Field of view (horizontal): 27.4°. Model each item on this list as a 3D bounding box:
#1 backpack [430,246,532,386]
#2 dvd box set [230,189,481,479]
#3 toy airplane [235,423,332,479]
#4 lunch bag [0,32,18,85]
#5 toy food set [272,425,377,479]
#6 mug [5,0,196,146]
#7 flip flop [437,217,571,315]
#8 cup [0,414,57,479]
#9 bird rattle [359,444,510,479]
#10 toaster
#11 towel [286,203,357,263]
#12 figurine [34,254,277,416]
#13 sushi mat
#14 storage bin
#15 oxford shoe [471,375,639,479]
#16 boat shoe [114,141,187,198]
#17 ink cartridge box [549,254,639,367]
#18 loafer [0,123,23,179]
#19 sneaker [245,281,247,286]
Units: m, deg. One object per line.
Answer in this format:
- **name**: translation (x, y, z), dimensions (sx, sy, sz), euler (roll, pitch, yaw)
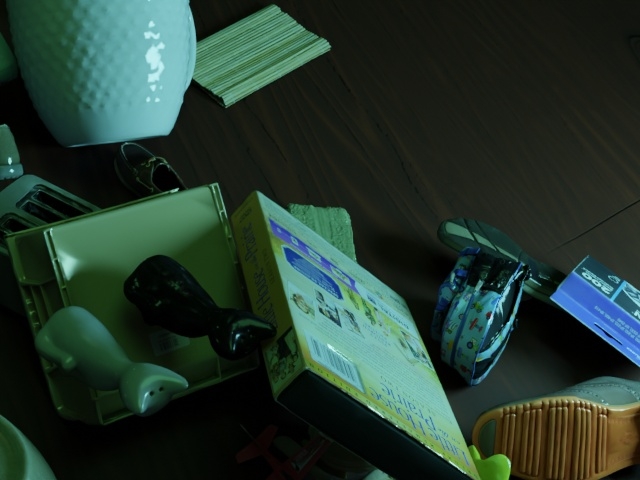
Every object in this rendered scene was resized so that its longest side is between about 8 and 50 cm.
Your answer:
- **backpack**: translation (0.222, 0.118, 1.917), dimensions (0.117, 0.158, 0.173), euler (21, 52, 14)
- **dvd box set**: translation (0.037, 0.132, 1.684), dimensions (0.307, 0.062, 0.420), euler (36, 18, -28)
- **toy airplane**: translation (-0.058, 0.289, 1.679), dimensions (0.151, 0.028, 0.151), euler (-10, 55, 15)
- **lunch bag**: translation (-0.622, -0.278, 2.006), dimensions (0.262, 0.160, 0.223), euler (35, 42, 25)
- **toy food set**: translation (0.045, 0.267, 1.742), dimensions (0.192, 0.038, 0.132), euler (-25, 40, -30)
- **mug**: translation (-0.311, -0.320, 2.054), dimensions (0.276, 0.328, 0.374), euler (-4, 4, 28)
- **flip flop**: translation (0.299, 0.057, 2.068), dimensions (0.277, 0.080, 0.112), euler (29, 28, -13)
- **cup**: translation (-0.407, 0.306, 1.397), dimensions (0.331, 0.237, 0.331), euler (11, 42, -10)
- **bird rattle**: translation (0.126, 0.369, 1.658), dimensions (0.207, 0.143, 0.253), euler (28, 51, 30)
- **toaster**: translation (-0.395, 0.012, 1.815), dimensions (0.185, 0.110, 0.168), euler (27, 41, 8)
- **towel**: translation (0.000, 0.000, 2.045), dimensions (0.110, 0.027, 0.148), euler (5, 44, -15)
- **figurine**: translation (-0.190, 0.119, 1.527), dimensions (0.215, 0.092, 0.209), euler (-32, 37, -33)
- **sushi mat**: translation (-0.126, -0.339, 2.369), dimensions (0.151, 0.019, 0.316), euler (35, 43, 18)
- **storage bin**: translation (-0.236, 0.079, 1.714), dimensions (0.262, 0.123, 0.260), euler (-18, 94, -35)
- **oxford shoe**: translation (0.374, 0.262, 1.865), dimensions (0.363, 0.130, 0.133), euler (1, 16, -16)
- **boat shoe**: translation (-0.247, -0.091, 2.014), dimensions (0.073, 0.073, 0.207), euler (-20, 53, -35)
- **ink cartridge box**: translation (0.465, 0.114, 2.022), dimensions (0.206, 0.045, 0.208), euler (38, 22, 11)
- **loafer**: translation (-0.525, -0.139, 1.885), dimensions (0.251, 0.087, 0.094), euler (8, 10, 28)
- **sneaker**: translation (-0.086, 0.089, 1.887), dimensions (0.170, 0.068, 0.071), euler (24, 35, 6)
